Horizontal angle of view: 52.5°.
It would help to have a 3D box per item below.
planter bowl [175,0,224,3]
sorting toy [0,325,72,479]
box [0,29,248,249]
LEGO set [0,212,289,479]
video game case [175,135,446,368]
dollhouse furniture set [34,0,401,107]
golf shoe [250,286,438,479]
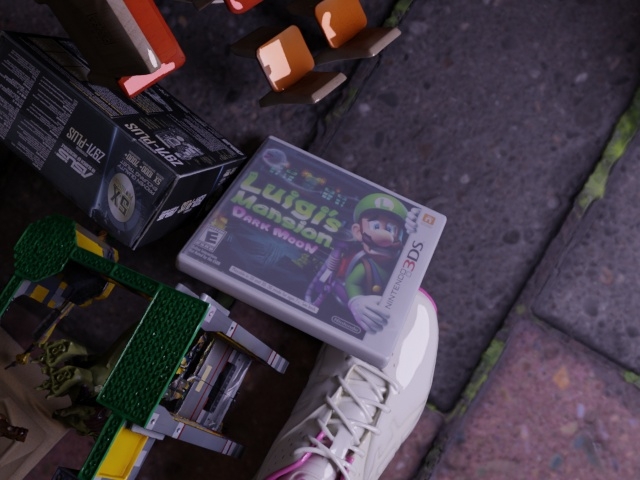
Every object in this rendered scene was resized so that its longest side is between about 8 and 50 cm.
[{"bbox_3d":[-0.131,-0.291,0.583,0.162,0.109,0.162,-8,104,-35],"label":"planter bowl"},{"bbox_3d":[-0.345,0.207,0.606,0.307,0.041,0.229,44,88,4],"label":"sorting toy"},{"bbox_3d":[-0.174,-0.090,0.560,0.180,0.147,0.077,39,109,2],"label":"box"},{"bbox_3d":[-0.181,0.159,0.550,0.255,0.192,0.331,10,69,24],"label":"LEGO set"},{"bbox_3d":[0.000,0.000,0.570,0.191,0.022,0.173,25,51,6],"label":"video game case"},{"bbox_3d":[-0.070,-0.215,0.488,0.259,0.135,0.262,-43,121,-23],"label":"dollhouse furniture set"},{"bbox_3d":[0.018,0.174,0.553,0.115,0.140,0.306,28,86,4],"label":"golf shoe"}]
